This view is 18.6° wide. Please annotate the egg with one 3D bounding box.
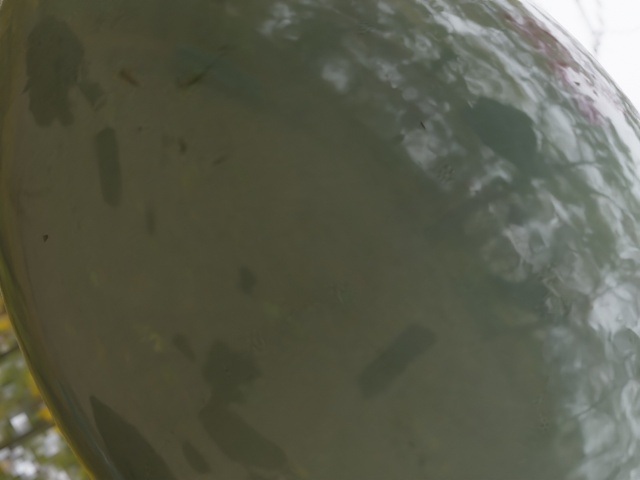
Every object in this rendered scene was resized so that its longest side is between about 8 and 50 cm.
[{"bbox_3d":[0.000,0.000,0.558,0.264,0.183,0.183,50,-38,28],"label":"egg"}]
